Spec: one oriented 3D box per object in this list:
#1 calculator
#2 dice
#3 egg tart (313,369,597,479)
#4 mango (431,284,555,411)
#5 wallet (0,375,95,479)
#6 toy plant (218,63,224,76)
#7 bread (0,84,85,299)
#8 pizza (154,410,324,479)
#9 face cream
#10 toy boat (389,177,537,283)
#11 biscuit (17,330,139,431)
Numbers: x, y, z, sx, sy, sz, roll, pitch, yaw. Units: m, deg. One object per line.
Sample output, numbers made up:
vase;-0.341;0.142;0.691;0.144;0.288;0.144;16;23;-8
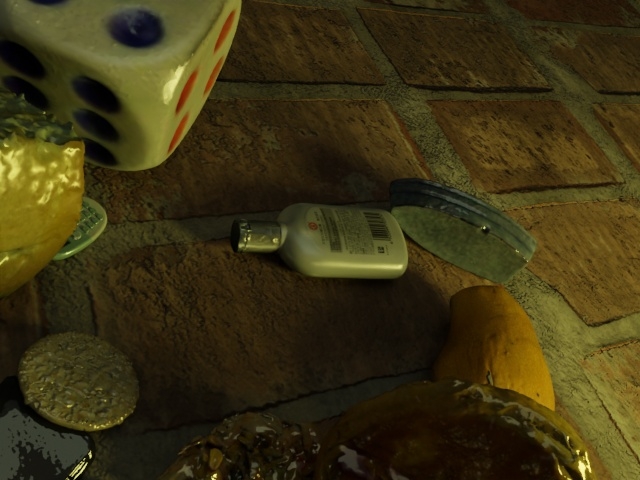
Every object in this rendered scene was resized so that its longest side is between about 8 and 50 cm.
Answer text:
calculator;-0.377;-0.017;0.948;0.095;0.021;0.153;38;46;9
dice;-0.319;-0.306;1.009;0.304;0.277;0.304;26;60;-6
egg tart;0.165;0.314;0.770;0.351;0.339;0.153;10;3;11
mango;0.256;0.210;0.976;0.187;0.144;0.359;30;43;-3
wallet;-0.362;0.267;0.703;0.149;0.044;0.250;38;46;3
toy plant;-0.262;-0.362;1.244;0.162;0.093;0.093;12;48;-16
bread;-0.498;-0.078;0.778;0.395;0.264;0.239;27;24;23
pizza;-0.082;0.274;0.813;0.226;0.069;0.147;20;49;-9
face cream;0.000;0.000;1.079;0.291;0.071;0.144;2;51;-25
toy boat;0.244;-0.023;1.178;0.283;0.127;0.078;27;52;-5
biscuit;-0.293;0.170;0.807;0.152;0.020;0.152;29;27;-16
